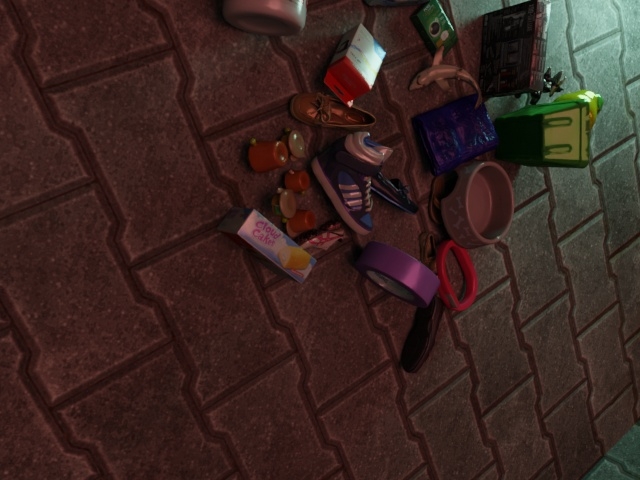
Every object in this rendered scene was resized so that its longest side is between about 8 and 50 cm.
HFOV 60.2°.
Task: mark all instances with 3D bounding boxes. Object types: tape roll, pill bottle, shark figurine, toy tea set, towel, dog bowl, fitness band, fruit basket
[{"bbox_3d":[0.252,0.113,1.822,0.275,0.275,0.090,38,77,-29],"label":"tape roll"},{"bbox_3d":[-0.133,-0.786,1.489,0.229,0.229,0.407,4,94,-32],"label":"pill bottle"},{"bbox_3d":[0.461,-0.570,1.940,0.279,0.116,0.166,15,101,-4],"label":"shark figurine"},{"bbox_3d":[-0.124,-0.168,1.674,0.200,0.125,0.335,-24,108,-57],"label":"toy tea set"},{"bbox_3d":[0.495,-0.386,1.985,0.308,0.076,0.227,-26,99,-22],"label":"towel"},{"bbox_3d":[0.599,-0.140,2.063,0.349,0.102,0.348,-1,91,-40],"label":"dog bowl"},{"bbox_3d":[0.509,0.133,2.084,0.209,0.054,0.290,-48,121,-37],"label":"fitness band"},{"bbox_3d":[0.897,-0.418,2.081,0.393,0.392,0.282,-10,102,-30],"label":"fruit basket"}]

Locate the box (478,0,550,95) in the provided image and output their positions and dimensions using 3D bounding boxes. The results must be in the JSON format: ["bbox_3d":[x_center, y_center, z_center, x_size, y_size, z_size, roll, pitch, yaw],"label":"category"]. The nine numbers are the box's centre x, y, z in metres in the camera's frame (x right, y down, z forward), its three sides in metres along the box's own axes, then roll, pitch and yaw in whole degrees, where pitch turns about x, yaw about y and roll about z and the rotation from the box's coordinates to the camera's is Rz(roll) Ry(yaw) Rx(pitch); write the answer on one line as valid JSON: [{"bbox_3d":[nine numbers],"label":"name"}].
[{"bbox_3d":[0.693,-0.685,1.994,0.077,0.243,0.307,-1,97,-31],"label":"box"}]

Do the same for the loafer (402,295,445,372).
[{"bbox_3d":[0.395,0.352,2.046,0.095,0.109,0.302,24,82,-36],"label":"loafer"}]

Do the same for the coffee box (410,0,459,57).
[{"bbox_3d":[0.400,-0.739,1.926,0.113,0.040,0.184,-50,119,-16],"label":"coffee box"}]

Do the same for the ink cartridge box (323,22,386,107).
[{"bbox_3d":[0.108,-0.542,1.715,0.134,0.078,0.230,39,56,-29],"label":"ink cartridge box"}]

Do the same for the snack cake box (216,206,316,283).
[{"bbox_3d":[-0.158,0.013,1.634,0.264,0.152,0.089,40,76,-29],"label":"snack cake box"}]

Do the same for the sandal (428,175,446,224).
[{"bbox_3d":[0.440,-0.148,2.030,0.072,0.049,0.179,-3,98,-31],"label":"sandal"}]

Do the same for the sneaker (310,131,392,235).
[{"bbox_3d":[0.146,-0.187,1.741,0.236,0.130,0.322,-29,112,19],"label":"sneaker"}]

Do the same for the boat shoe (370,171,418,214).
[{"bbox_3d":[0.249,-0.173,1.876,0.258,0.109,0.089,30,92,-33],"label":"boat shoe"}]

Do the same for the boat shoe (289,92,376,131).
[{"bbox_3d":[0.041,-0.405,1.729,0.286,0.089,0.104,1,96,-31],"label":"boat shoe"}]

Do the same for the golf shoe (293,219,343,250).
[{"bbox_3d":[0.000,0.000,1.776,0.186,0.068,0.085,-23,110,-27],"label":"golf shoe"}]

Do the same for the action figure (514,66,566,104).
[{"bbox_3d":[0.846,-0.614,2.109,0.276,0.164,0.140,-36,151,-43],"label":"action figure"}]

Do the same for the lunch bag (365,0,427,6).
[{"bbox_3d":[0.254,-0.889,1.778,0.304,0.115,0.242,-16,103,-29],"label":"lunch bag"}]

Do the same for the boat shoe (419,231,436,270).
[{"bbox_3d":[0.404,0.044,2.036,0.056,0.048,0.152,-18,106,-28],"label":"boat shoe"}]
